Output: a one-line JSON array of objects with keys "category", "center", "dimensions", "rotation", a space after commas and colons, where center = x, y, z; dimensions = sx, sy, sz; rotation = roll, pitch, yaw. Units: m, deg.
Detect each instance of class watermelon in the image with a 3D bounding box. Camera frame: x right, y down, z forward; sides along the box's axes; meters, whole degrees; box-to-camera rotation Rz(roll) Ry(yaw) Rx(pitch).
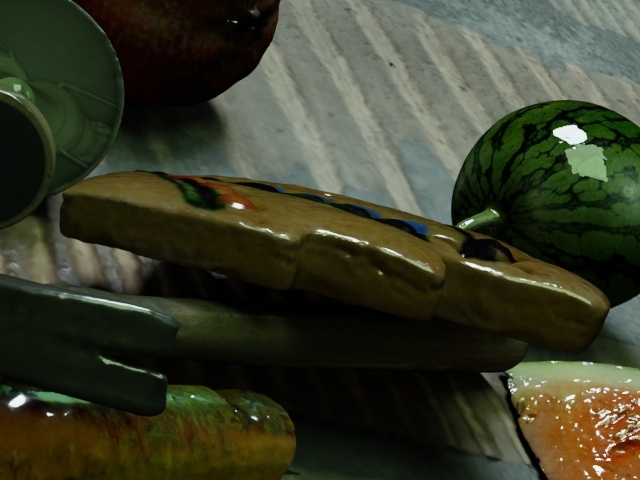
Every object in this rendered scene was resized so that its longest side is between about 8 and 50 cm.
[{"category": "watermelon", "center": [0.187, 0.139, 1.013], "dimensions": [0.119, 0.063, 0.245], "rotation": [-1, 37, -23]}, {"category": "watermelon", "center": [0.143, -0.016, 1.149], "dimensions": [0.187, 0.141, 0.140], "rotation": [-11, 46, -47]}]

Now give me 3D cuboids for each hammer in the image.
[{"category": "hammer", "center": [-0.030, 0.042, 0.908], "dimensions": [0.168, 0.044, 0.440], "rotation": [16, 6, 36]}]

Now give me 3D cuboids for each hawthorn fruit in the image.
[{"category": "hawthorn fruit", "center": [-0.115, -0.175, 1.168], "dimensions": [0.188, 0.169, 0.169], "rotation": [35, 27, 22]}]

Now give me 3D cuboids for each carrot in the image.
[{"category": "carrot", "center": [-0.122, 0.089, 0.782], "dimensions": [0.260, 0.070, 0.070], "rotation": [5, 35, -42]}]

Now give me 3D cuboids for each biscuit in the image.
[{"category": "biscuit", "center": [0.000, -0.001, 0.957], "dimensions": [0.301, 0.043, 0.278], "rotation": [9, 8, -42]}]

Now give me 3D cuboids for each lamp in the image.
[{"category": "lamp", "center": [-0.164, -0.073, 0.960], "dimensions": [0.121, 0.121, 0.215], "rotation": [24, 14, -9]}]
